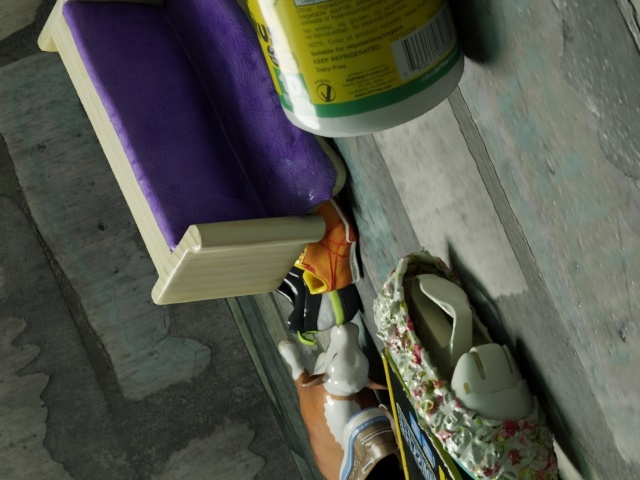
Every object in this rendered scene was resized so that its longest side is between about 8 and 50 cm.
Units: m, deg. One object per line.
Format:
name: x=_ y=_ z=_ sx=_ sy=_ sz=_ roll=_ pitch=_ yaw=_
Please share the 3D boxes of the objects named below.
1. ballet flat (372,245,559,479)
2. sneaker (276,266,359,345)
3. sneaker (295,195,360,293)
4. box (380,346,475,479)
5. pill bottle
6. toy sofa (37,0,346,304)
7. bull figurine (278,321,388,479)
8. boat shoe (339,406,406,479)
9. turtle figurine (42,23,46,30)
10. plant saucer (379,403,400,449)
ballet flat: x=0.103 y=0.091 z=1.274 sx=0.241 sy=0.091 sz=0.077 roll=54 pitch=143 yaw=46
sneaker: x=-0.041 y=0.002 z=1.905 sx=0.084 sy=0.097 sz=0.235 roll=90 pitch=155 yaw=-70
sneaker: x=0.000 y=0.000 z=1.742 sx=0.175 sy=0.067 sz=0.064 roll=79 pitch=168 yaw=-50
box: x=0.157 y=0.258 z=1.387 sx=0.257 sy=0.079 sz=0.322 roll=81 pitch=165 yaw=-53
pill bottle: x=0.005 y=-0.176 z=1.013 sx=0.117 sy=0.117 sz=0.208 roll=-127 pitch=16 yaw=-60
toy sofa: x=-0.134 y=-0.130 z=1.708 sx=0.177 sy=0.150 sz=0.363 roll=-54 pitch=52 yaw=42
bull figurine: x=0.031 y=0.210 z=2.022 sx=0.188 sy=0.101 sz=0.310 roll=-118 pitch=11 yaw=-59
boat shoe: x=0.060 y=0.255 z=1.858 sx=0.183 sy=0.066 sz=0.066 roll=77 pitch=166 yaw=-53
turtle figurine: x=-0.229 y=-0.266 z=1.895 sx=0.175 sy=0.234 sz=0.118 roll=97 pitch=151 yaw=-75
plant saucer: x=0.109 y=0.248 z=1.853 sx=0.168 sy=0.029 sz=0.168 roll=156 pitch=90 yaw=-82
